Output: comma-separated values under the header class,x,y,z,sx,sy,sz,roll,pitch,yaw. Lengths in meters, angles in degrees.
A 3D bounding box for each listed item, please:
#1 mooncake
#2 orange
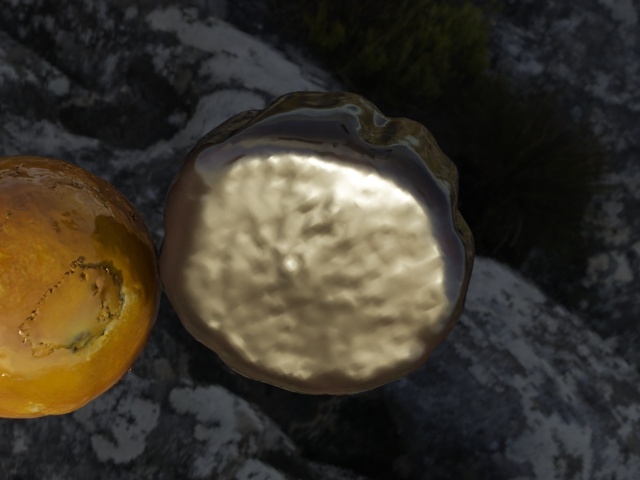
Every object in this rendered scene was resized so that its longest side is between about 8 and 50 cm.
class,x,y,z,sx,sy,sz,roll,pitch,yaw
mooncake,0.000,0.000,0.950,0.283,0.283,0.141,28,30,-2
orange,-0.268,0.043,0.973,0.246,0.246,0.246,9,58,-15
